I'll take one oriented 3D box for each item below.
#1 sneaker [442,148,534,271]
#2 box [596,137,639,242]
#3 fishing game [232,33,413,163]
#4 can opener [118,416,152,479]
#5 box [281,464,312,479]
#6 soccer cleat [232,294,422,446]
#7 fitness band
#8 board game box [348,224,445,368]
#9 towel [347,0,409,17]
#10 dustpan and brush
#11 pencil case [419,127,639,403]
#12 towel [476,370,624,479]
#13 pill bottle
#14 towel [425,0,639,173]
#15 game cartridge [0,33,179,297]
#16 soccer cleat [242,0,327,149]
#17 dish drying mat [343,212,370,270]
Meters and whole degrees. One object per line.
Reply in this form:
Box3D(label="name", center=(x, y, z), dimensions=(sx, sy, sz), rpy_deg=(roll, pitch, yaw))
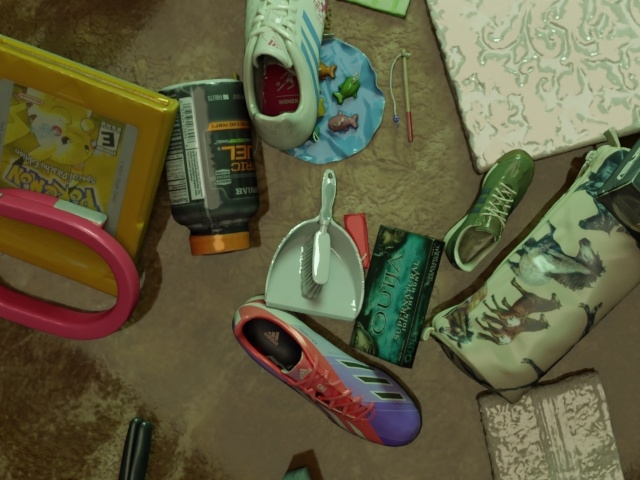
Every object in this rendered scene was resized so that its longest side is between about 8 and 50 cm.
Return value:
Box3D(label="sneaker", center=(0.245, -0.034, 1.845), dimensions=(0.064, 0.086, 0.192), rpy_deg=(30, 110, -15))
Box3D(label="box", center=(0.596, -0.089, 1.737), dimensions=(0.318, 0.097, 0.395), rpy_deg=(44, 67, -8))
Box3D(label="fishing game", center=(0.003, -0.207, 1.906), dimensions=(0.264, 0.041, 0.189), rpy_deg=(-4, 94, 4))
Box3D(label="can opener", center=(-0.278, 0.356, 1.937), dimensions=(0.059, 0.073, 0.186), rpy_deg=(0, 88, 43))
Box3D(label="box", center=(-0.011, 0.428, 1.867), dimensions=(0.038, 0.145, 0.186), rpy_deg=(-19, 89, 5))
Box3D(label="soccer cleat", center=(0.005, 0.198, 1.871), dimensions=(0.318, 0.116, 0.109), rpy_deg=(37, 100, 3))
Box3D(label="fitness band", center=(-0.400, 0.037, 1.888), dimensions=(0.290, 0.054, 0.209), rpy_deg=(17, 120, 7))
Box3D(label="board game box", center=(0.107, 0.078, 1.868), dimensions=(0.026, 0.126, 0.186), rpy_deg=(13, 92, -37))
Box3D(label="towel", center=(0.093, -0.413, 1.907), dimensions=(0.113, 0.023, 0.152), rpy_deg=(17, 95, 6))
Box3D(label="dustpan and brush", center=(0.000, 0.000, 1.893), dimensions=(0.147, 0.060, 0.211), rpy_deg=(11, 63, -16))
Box3D(label="pencil case", center=(0.332, 0.046, 1.828), dimensions=(0.410, 0.160, 0.183), rpy_deg=(-46, 79, 3))
Box3D(label="towel", center=(0.342, 0.344, 1.888), dimensions=(0.187, 0.049, 0.282), rpy_deg=(-12, 90, 4))
Box3D(label="pill bottle", center=(-0.158, -0.102, 1.874), dimensions=(0.130, 0.130, 0.246), rpy_deg=(-7, 91, 4))
Box3D(label="towel", center=(0.331, -0.289, 1.874), dimensions=(0.317, 0.053, 0.332), rpy_deg=(-15, 90, 5))
Box3D(label="game cartridge", center=(-0.372, -0.101, 1.864), dimensions=(0.285, 0.053, 0.324), rpy_deg=(20, 118, 4))
Box3D(label="soccer cleat", center=(-0.053, -0.294, 1.832), dimensions=(0.116, 0.143, 0.331), rpy_deg=(-6, 78, 12))
Box3D(label="dish drying mat", center=(0.055, 0.002, 1.921), dimensions=(0.032, 0.008, 0.083), rpy_deg=(-6, 91, 5))
